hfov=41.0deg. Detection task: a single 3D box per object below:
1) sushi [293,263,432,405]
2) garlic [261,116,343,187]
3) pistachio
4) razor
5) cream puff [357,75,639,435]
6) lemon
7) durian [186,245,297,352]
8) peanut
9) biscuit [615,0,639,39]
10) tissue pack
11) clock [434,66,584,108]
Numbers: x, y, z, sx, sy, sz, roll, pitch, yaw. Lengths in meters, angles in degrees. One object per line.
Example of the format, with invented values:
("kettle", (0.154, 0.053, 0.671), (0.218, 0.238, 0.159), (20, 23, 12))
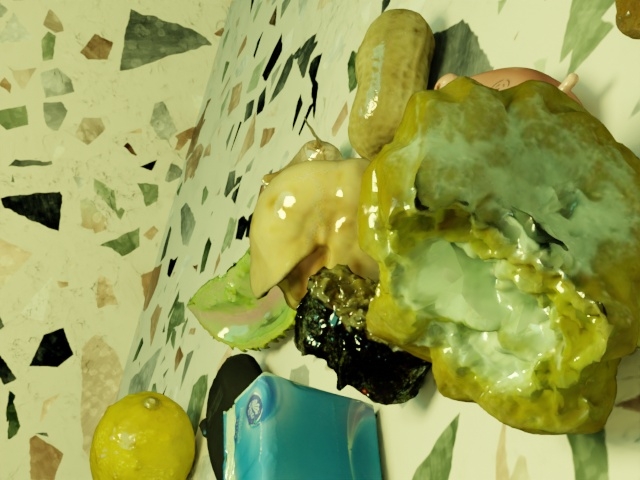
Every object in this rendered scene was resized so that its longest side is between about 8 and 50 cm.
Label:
("sushi", (0.049, 0.121, 1.136), (0.212, 0.147, 0.115), (37, 125, 36))
("garlic", (-0.019, -0.134, 1.591), (0.198, 0.128, 0.090), (-48, 16, 51))
("pistachio", (0.000, 0.000, 1.324), (0.238, 0.229, 0.321), (-57, -1, -42))
("razor", (-0.135, 0.335, 1.532), (0.189, 0.107, 0.327), (-67, 22, 10))
("cream puff", (0.185, 0.007, 0.834), (0.274, 0.323, 0.270), (-46, -10, -28))
("lemon", (-0.390, 0.464, 1.879), (0.233, 0.233, 0.288), (-112, 38, -58))
("durian", (-0.116, 0.093, 1.591), (0.355, 0.169, 0.158), (-48, 29, 40))
("peanut", (0.111, -0.248, 1.388), (0.137, 0.122, 0.253), (-9, 69, 66))
("biscuit", (0.391, -0.239, 0.809), (0.319, 0.047, 0.183), (11, 81, 68))
("tissue pack", (-0.020, 0.336, 1.132), (0.146, 0.198, 0.263), (-49, 31, 39))
("clock", (0.207, -0.099, 1.018), (0.241, 0.142, 0.227), (10, 83, 64))
